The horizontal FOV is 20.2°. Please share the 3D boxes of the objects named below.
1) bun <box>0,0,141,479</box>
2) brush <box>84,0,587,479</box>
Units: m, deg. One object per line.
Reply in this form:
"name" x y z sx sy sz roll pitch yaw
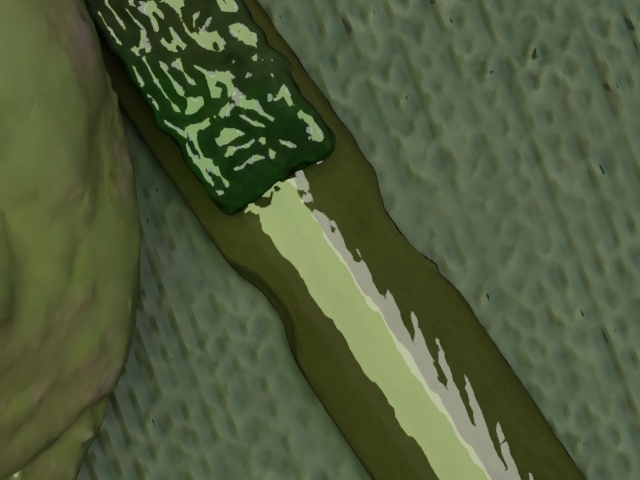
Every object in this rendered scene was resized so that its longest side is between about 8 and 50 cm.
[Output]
"bun" -0.224 0.012 0.443 0.361 0.213 0.361 0 89 -2
"brush" 0.000 0.000 0.531 0.054 0.048 0.282 -34 90 -3
